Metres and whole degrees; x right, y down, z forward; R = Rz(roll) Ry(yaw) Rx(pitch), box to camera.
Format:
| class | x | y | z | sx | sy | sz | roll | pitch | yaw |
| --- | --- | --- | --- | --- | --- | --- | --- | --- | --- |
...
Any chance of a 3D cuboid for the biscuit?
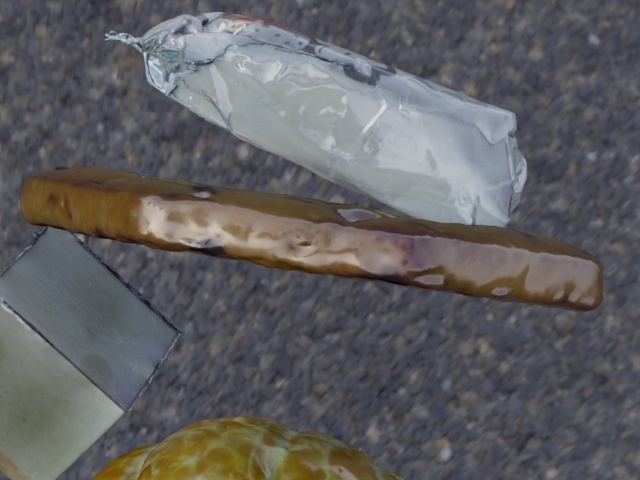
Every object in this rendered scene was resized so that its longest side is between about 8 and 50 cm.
| class | x | y | z | sx | sy | sz | roll | pitch | yaw |
| --- | --- | --- | --- | --- | --- | --- | --- | --- | --- |
| biscuit | 0.001 | 0.000 | 0.930 | 0.359 | 0.359 | 0.046 | 9 | 91 | -10 |

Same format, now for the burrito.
| class | x | y | z | sx | sy | sz | roll | pitch | yaw |
| --- | --- | --- | --- | --- | --- | --- | --- | --- | --- |
| burrito | 0.005 | -0.129 | 1.501 | 0.445 | 0.139 | 0.101 | 23 | 30 | -9 |

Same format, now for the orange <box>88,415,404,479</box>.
| class | x | y | z | sx | sy | sz | roll | pitch | yaw |
| --- | --- | --- | --- | --- | --- | --- | --- | --- | --- |
| orange | -0.050 | 0.286 | 1.118 | 0.329 | 0.329 | 0.249 | 19 | 40 | -6 |

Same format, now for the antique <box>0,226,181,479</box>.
| class | x | y | z | sx | sy | sz | roll | pitch | yaw |
| --- | --- | --- | --- | --- | --- | --- | --- | --- | --- |
| antique | -0.221 | 0.095 | 1.219 | 0.146 | 0.148 | 0.152 | 42 | 23 | -6 |
